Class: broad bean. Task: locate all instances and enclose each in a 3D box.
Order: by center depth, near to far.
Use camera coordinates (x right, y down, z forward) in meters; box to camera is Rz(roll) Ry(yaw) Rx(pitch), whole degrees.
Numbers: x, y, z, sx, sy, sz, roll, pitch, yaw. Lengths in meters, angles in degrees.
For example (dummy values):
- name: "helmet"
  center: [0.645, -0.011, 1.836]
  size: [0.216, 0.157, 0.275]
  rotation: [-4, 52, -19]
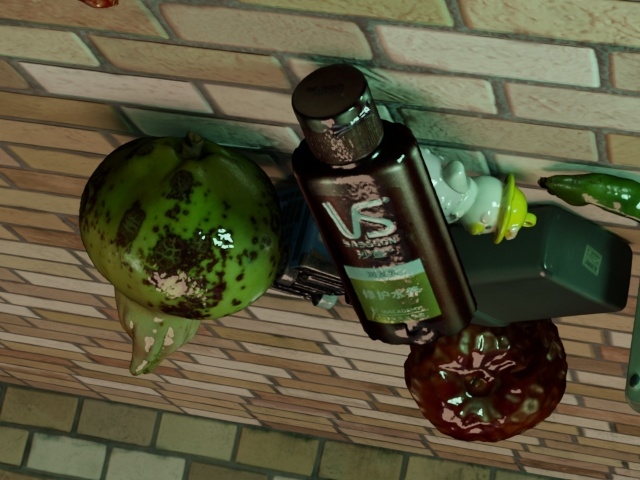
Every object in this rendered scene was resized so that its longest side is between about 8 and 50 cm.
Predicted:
- name: "broad bean"
  center: [0.314, -0.035, 1.696]
  size: [0.195, 0.046, 0.061]
  rotation: [17, 177, -2]

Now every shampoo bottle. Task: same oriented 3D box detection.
- name: "shampoo bottle"
  center: [0.055, -0.027, 1.637]
  size: [0.129, 0.084, 0.323]
  rotation: [-4, 138, 18]

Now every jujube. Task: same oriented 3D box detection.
- name: "jujube"
  center: [0.208, 0.142, 2.143]
  size: [0.213, 0.213, 0.232]
  rotation: [12, -166, 1]

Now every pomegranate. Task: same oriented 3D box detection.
- name: "pomegranate"
  center: [-0.169, 0.015, 1.838]
  size: [0.204, 0.276, 0.222]
  rotation: [28, -166, -47]

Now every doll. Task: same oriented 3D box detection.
- name: "doll"
  center: [0.128, -0.047, 1.734]
  size: [0.207, 0.081, 0.129]
  rotation: [15, 157, -19]

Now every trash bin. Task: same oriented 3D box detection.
- name: "trash bin"
  center: [0.212, 0.030, 1.933]
  size: [0.177, 0.101, 0.236]
  rotation: [26, 158, -39]

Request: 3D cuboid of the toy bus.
- name: "toy bus"
  center: [0.000, 0.000, 1.911]
  size: [0.116, 0.133, 0.234]
  rotation: [19, 170, -19]

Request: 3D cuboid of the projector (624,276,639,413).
- name: "projector"
  center: [0.435, 0.080, 1.735]
  size: [0.108, 0.198, 0.250]
  rotation: [21, 162, -32]

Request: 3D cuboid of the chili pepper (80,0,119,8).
- name: "chili pepper"
  center: [-0.208, -0.225, 1.354]
  size: [0.123, 0.073, 0.070]
  rotation: [13, -152, 6]
